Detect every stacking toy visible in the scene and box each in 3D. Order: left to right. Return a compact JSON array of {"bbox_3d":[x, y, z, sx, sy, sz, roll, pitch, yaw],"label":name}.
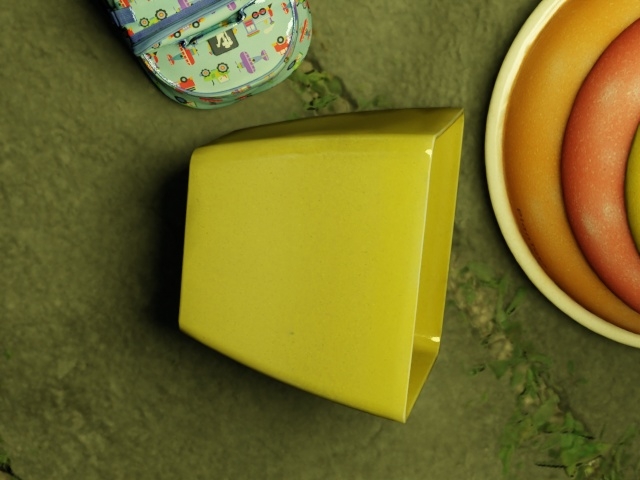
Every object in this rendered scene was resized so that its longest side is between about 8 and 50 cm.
[{"bbox_3d":[0.312,-0.036,1.068,0.350,0.480,0.351,0,103,-2],"label":"stacking toy"}]

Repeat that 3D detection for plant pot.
[{"bbox_3d":[0.000,0.000,1.218,0.187,0.212,0.212,8,102,10],"label":"plant pot"}]

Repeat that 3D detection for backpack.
[{"bbox_3d":[-0.089,-0.186,1.214,0.158,0.117,0.173,-21,104,4],"label":"backpack"}]
